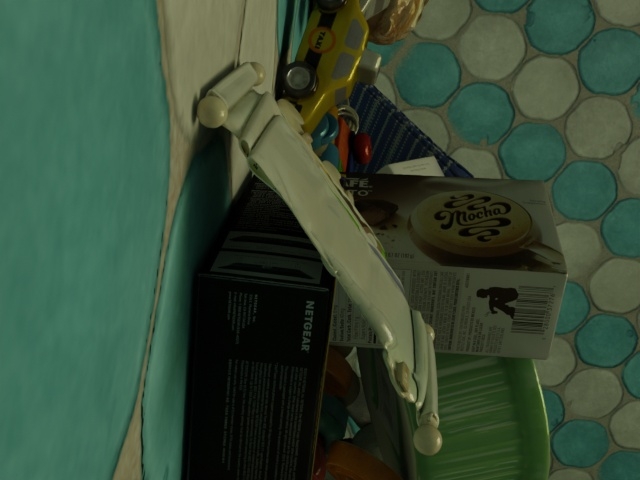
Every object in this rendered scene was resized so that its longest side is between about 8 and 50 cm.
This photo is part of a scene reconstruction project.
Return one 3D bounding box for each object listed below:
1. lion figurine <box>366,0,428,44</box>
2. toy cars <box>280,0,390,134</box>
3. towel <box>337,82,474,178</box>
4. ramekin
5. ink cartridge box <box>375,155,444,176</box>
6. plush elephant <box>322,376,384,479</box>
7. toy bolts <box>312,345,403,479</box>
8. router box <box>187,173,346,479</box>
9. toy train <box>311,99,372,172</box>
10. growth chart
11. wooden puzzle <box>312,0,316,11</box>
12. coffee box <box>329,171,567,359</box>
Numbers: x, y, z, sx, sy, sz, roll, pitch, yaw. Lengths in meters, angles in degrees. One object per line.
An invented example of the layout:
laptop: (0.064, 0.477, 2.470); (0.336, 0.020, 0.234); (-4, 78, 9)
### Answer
lion figurine: (0.092, -0.455, 1.314); (0.392, 0.142, 0.240); (-118, -138, -69)
toy cars: (0.045, -0.256, 0.888); (0.176, 0.087, 0.394); (108, 2, -45)
towel: (0.110, -0.119, 1.382); (0.336, 0.040, 0.243); (50, -43, 30)
ramekin: (0.146, 0.183, 0.980); (0.303, 0.148, 0.304); (168, -90, -82)
ink cartridge box: (0.157, 0.074, 1.245); (0.207, 0.119, 0.354); (-38, -109, 46)
plush elephant: (0.036, 0.360, 1.230); (0.272, 0.255, 0.330); (-81, 178, -49)
toy bolts: (0.028, 0.215, 1.003); (0.158, 0.218, 0.228); (-54, 172, -26)
router box: (-0.039, 0.122, 0.608); (0.243, 0.080, 0.309); (-80, 176, -69)
toy train: (0.007, -0.156, 1.025); (0.143, 0.105, 0.248); (75, 18, -48)
growth chart: (0.009, -0.006, 0.477); (0.237, 0.021, 0.172); (56, 14, -5)
wooden puzzle: (0.007, -0.328, 1.180); (0.221, 0.044, 0.239); (95, -3, -47)
coffee box: (0.089, 0.020, 0.838); (0.168, 0.297, 0.119); (-80, 171, -54)
